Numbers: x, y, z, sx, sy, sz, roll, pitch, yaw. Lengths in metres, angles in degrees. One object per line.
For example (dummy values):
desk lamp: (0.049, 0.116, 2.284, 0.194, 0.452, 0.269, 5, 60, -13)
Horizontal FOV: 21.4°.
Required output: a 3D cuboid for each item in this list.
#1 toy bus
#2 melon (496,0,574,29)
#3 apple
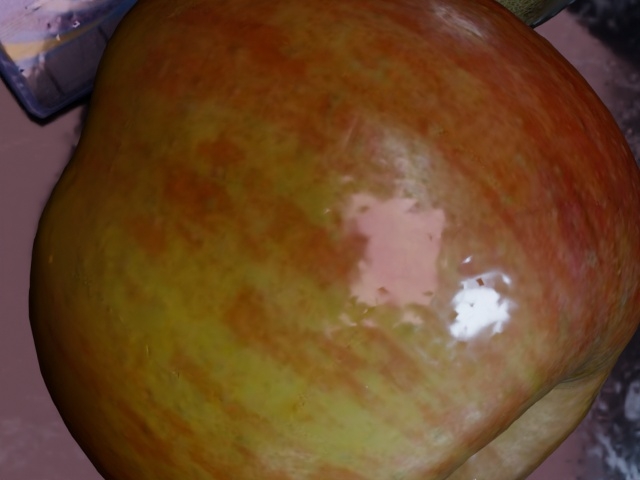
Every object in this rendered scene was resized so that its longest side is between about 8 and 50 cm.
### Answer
toy bus: (-0.072, -0.154, 0.877, 0.236, 0.079, 0.094, -31, 112, -7)
melon: (0.089, -0.153, 0.887, 0.162, 0.099, 0.099, -35, 97, -3)
apple: (0.000, 0.000, 0.790, 0.301, 0.301, 0.302, 0, 92, -9)
